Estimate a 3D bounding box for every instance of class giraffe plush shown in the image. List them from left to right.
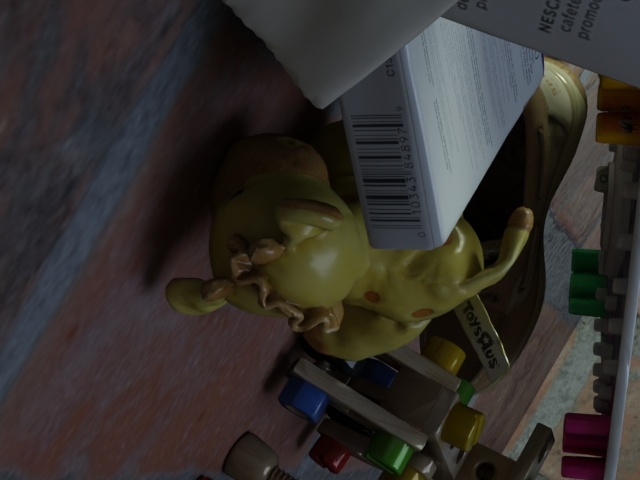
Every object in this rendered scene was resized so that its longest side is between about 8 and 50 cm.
[{"bbox_3d":[0.000,0.000,0.783,0.170,0.210,0.181,7,121,-38],"label":"giraffe plush"}]

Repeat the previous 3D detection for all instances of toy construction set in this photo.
[{"bbox_3d":[0.075,0.187,1.105,0.309,0.237,0.257,-43,156,-39],"label":"toy construction set"}]

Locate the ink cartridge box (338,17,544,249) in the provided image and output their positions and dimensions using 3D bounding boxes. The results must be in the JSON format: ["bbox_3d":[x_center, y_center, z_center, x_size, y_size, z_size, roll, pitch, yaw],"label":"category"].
[{"bbox_3d":[0.060,-0.143,0.700,0.224,0.045,0.223,-51,134,-53],"label":"ink cartridge box"}]

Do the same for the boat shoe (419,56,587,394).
[{"bbox_3d":[0.144,-0.001,1.209,0.110,0.122,0.341,-25,132,-53],"label":"boat shoe"}]

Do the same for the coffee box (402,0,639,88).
[{"bbox_3d":[0.181,-0.273,0.440,0.338,0.334,0.337,101,14,-47],"label":"coffee box"}]

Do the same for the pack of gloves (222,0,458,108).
[{"bbox_3d":[0.002,-0.144,0.379,0.232,0.195,0.046,-28,-158,44],"label":"pack of gloves"}]

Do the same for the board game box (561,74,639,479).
[{"bbox_3d":[0.266,-0.032,1.220,0.390,0.050,0.390,-65,158,-64],"label":"board game box"}]
